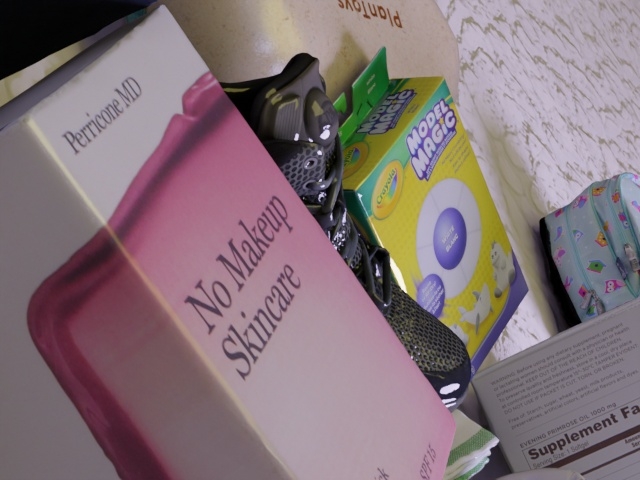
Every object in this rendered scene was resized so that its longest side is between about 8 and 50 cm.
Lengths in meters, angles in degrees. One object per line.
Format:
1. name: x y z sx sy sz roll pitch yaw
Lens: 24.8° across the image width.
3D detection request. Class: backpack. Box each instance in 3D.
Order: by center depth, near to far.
1. backpack: 0.268 0.034 1.260 0.152 0.115 0.182 29 36 -45

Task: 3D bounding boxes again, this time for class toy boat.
1. toy boat: -0.036 -0.168 0.890 0.267 0.148 0.318 12 60 -53

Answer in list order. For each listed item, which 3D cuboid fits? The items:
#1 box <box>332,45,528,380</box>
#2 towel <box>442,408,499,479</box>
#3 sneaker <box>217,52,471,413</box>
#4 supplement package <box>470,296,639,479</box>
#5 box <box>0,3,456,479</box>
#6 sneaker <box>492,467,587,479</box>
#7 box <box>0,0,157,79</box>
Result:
1. box: 0.052 -0.009 0.800 0.105 0.043 0.179 -52 128 -36
2. towel: 0.010 0.074 0.739 0.152 0.023 0.113 42 31 18
3. sneaker: 0.000 0.000 0.692 0.227 0.130 0.087 34 29 -15
4. supplement package: 0.226 0.108 0.923 0.145 0.204 0.262 66 9 10
5. box: -0.066 0.047 0.587 0.232 0.127 0.148 55 25 -14
6. sneaker: 0.124 0.243 0.716 0.153 0.094 0.235 45 37 -55
7. box: -0.202 -0.284 0.513 0.293 0.212 0.395 21 48 -68
